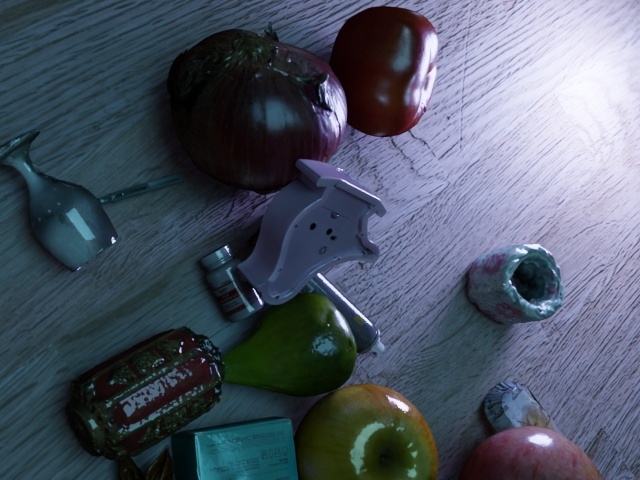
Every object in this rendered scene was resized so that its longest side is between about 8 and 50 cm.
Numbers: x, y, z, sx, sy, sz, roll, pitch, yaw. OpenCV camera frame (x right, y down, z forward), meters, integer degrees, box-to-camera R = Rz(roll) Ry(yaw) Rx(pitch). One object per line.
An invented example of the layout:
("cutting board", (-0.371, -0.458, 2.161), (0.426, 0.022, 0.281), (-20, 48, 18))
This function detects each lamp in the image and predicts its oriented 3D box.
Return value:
("lamp", (-0.299, 0.261, 1.476), (0.274, 0.177, 0.177), (-27, 94, -32))

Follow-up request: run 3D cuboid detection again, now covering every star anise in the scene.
("star anise", (-0.302, 0.456, 1.459), (0.196, 0.111, 0.212), (35, 92, -1))

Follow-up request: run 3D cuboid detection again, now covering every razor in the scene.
("razor", (-0.351, -0.093, 1.601), (0.211, 0.036, 0.084), (-23, 93, -34))

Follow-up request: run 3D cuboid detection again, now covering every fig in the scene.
("fig", (-0.076, 0.222, 1.632), (0.275, 0.206, 0.206), (-20, 90, -21))

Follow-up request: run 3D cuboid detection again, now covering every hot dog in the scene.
("hot dog", (0.484, 0.455, 1.988), (0.270, 0.082, 0.162), (52, 49, -3))

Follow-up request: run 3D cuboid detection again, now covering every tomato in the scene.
("tomato", (0.134, -0.379, 1.864), (0.226, 0.299, 0.299), (20, 62, 16))

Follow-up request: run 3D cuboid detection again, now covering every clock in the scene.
("clock", (0.000, 0.000, 1.631), (0.290, 0.080, 0.275), (18, 110, -50))

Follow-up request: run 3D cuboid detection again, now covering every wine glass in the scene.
("wine glass", (-0.462, -0.066, 1.471), (0.126, 0.126, 0.241), (-42, 102, -33))

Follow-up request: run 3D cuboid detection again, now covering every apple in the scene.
("apple", (0.081, 0.415, 1.636), (0.286, 0.233, 0.286), (3, 83, -26))
("apple", (0.457, 0.555, 1.803), (0.345, 0.344, 0.269), (52, 58, -12))

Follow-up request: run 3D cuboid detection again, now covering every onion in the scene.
("onion", (-0.118, -0.258, 1.630), (0.353, 0.353, 0.354), (8, 74, -31))

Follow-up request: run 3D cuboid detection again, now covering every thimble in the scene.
("thimble", (0.457, 0.104, 2.010), (0.211, 0.149, 0.185), (-6, 84, -34))

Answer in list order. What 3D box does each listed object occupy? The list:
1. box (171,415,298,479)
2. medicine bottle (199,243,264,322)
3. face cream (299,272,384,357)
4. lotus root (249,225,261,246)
("box", (-0.146, 0.489, 1.545), (0.205, 0.118, 0.312), (-3, 80, -31))
("medicine bottle", (-0.173, 0.082, 1.647), (0.079, 0.079, 0.140), (-32, 97, -34))
("face cream", (0.026, 0.140, 1.767), (0.283, 0.073, 0.073), (45, 59, -16))
("lotus root", (-0.049, -0.030, 1.741), (0.159, 0.135, 0.095), (4, 75, -46))
